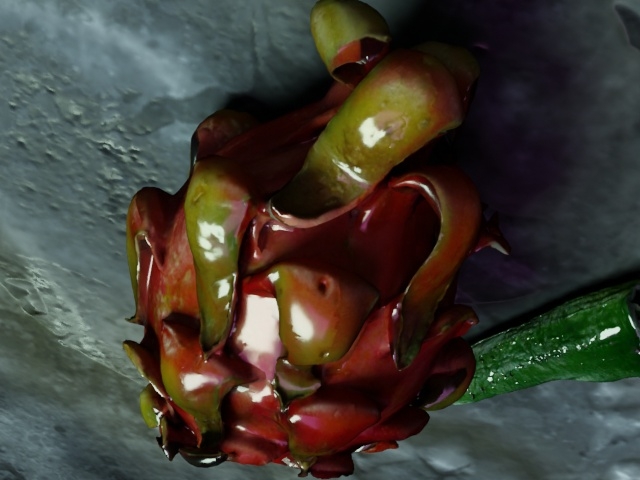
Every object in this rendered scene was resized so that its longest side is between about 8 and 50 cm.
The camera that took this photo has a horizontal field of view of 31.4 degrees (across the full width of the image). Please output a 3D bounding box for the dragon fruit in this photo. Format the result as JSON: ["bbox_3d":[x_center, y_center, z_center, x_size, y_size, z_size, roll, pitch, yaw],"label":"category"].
[{"bbox_3d":[0.004,0.018,0.682,0.228,0.243,0.307,-7,171,-31],"label":"dragon fruit"}]

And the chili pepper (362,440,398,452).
[{"bbox_3d":[-0.013,0.117,0.900,0.191,0.059,0.050,33,126,-13],"label":"chili pepper"}]

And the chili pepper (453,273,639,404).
[{"bbox_3d":[0.145,0.082,0.822,0.227,0.059,0.088,-17,123,36],"label":"chili pepper"}]
